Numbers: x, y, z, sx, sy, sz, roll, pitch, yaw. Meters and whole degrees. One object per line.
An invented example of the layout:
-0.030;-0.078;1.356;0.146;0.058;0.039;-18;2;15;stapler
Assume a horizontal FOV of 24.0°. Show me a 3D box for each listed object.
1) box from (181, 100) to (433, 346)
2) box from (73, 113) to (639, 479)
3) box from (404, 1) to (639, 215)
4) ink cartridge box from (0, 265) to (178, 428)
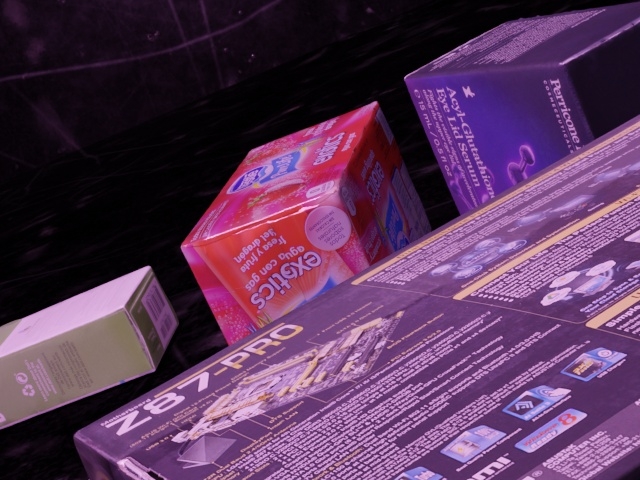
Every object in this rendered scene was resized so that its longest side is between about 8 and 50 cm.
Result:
0.000;0.000;1.127;0.122;0.128;0.257;-21;15;15;box
0.122;0.052;0.646;0.395;0.097;0.318;-29;18;-22;box
0.176;-0.075;1.063;0.108;0.153;0.207;-30;14;-22;box
-0.233;0.100;1.281;0.209;0.062;0.109;-22;14;12;ink cartridge box
